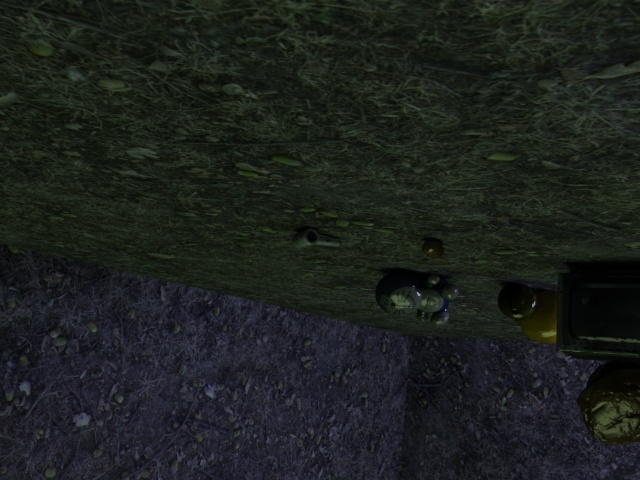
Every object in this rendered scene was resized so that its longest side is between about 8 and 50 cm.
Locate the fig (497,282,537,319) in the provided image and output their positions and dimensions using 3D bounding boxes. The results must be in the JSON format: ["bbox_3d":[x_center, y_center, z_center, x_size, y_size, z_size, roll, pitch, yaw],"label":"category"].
[{"bbox_3d":[0.656,0.205,2.066,0.123,0.123,0.156,7,177,0],"label":"fig"}]

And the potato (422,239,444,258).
[{"bbox_3d":[0.297,0.022,1.608,0.051,0.040,0.083,-23,151,18],"label":"potato"}]

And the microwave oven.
[{"bbox_3d":[0.882,0.206,1.664,0.394,0.247,0.333,-2,163,32],"label":"microwave oven"}]

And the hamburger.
[{"bbox_3d":[0.850,0.444,1.639,0.285,0.265,0.134,-20,-160,28],"label":"hamburger"}]

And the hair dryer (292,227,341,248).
[{"bbox_3d":[0.000,0.000,1.666,0.137,0.047,0.082,7,168,-27],"label":"hair dryer"}]

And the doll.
[{"bbox_3d":[0.320,0.185,2.079,0.259,0.154,0.228,1,135,-6],"label":"doll"}]

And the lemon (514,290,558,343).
[{"bbox_3d":[0.784,0.262,2.095,0.244,0.186,0.187,-9,160,44],"label":"lemon"}]
